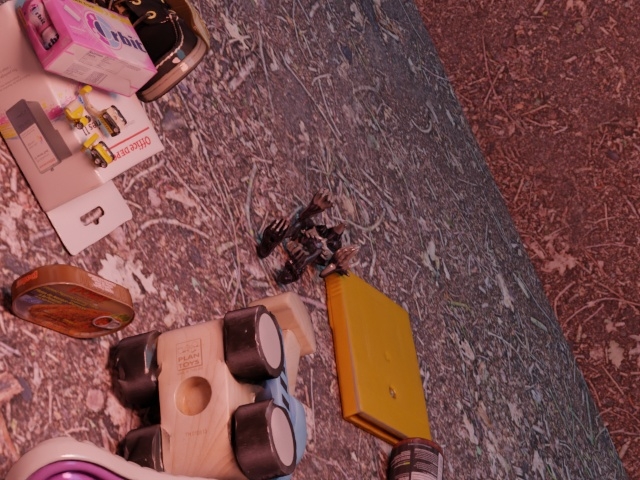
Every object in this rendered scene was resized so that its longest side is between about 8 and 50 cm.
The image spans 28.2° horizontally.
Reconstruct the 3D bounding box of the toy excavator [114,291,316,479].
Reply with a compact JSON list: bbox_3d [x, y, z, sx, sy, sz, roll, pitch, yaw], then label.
[{"bbox_3d":[-0.113,0.229,1.936,0.445,0.222,0.432,51,27,-58],"label":"toy excavator"}]

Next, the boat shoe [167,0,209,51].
[{"bbox_3d":[-0.246,-0.408,2.360,0.045,0.050,0.135,-79,149,-56],"label":"boat shoe"}]

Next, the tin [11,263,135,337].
[{"bbox_3d":[-0.328,0.081,1.701,0.190,0.106,0.040,31,42,-53],"label":"tin"}]

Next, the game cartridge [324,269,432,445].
[{"bbox_3d":[0.112,0.238,2.520,0.285,0.053,0.323,36,36,-48],"label":"game cartridge"}]

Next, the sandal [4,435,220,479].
[{"bbox_3d":[-0.217,0.371,1.601,0.416,0.169,0.102,27,19,-39],"label":"sandal"}]

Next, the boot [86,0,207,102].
[{"bbox_3d":[-0.323,-0.381,1.981,0.284,0.138,0.377,50,6,-27],"label":"boot"}]

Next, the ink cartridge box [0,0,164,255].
[{"bbox_3d":[-0.357,-0.178,1.848,0.353,0.119,0.207,63,26,-9],"label":"ink cartridge box"}]

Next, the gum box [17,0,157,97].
[{"bbox_3d":[-0.324,-0.274,1.758,0.188,0.062,0.107,13,43,-58],"label":"gum box"}]

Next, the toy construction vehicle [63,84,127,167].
[{"bbox_3d":[-0.312,-0.155,1.750,0.098,0.035,0.086,53,42,-20],"label":"toy construction vehicle"}]

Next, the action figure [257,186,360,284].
[{"bbox_3d":[0.000,0.000,2.390,0.164,0.141,0.276,57,26,6],"label":"action figure"}]

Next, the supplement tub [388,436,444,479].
[{"bbox_3d":[0.175,0.470,2.371,0.106,0.106,0.198,52,29,-29],"label":"supplement tub"}]
